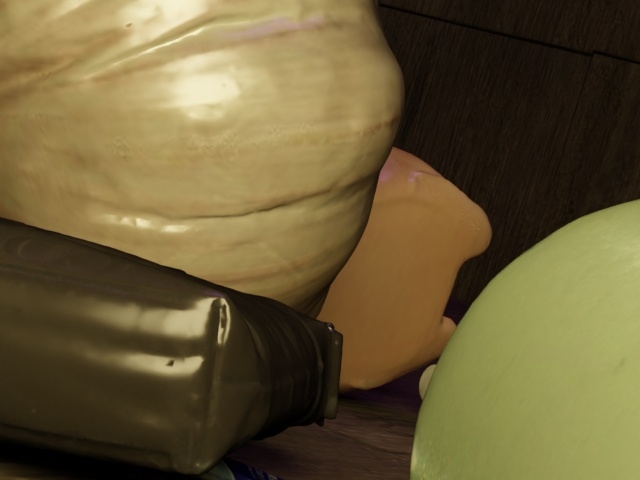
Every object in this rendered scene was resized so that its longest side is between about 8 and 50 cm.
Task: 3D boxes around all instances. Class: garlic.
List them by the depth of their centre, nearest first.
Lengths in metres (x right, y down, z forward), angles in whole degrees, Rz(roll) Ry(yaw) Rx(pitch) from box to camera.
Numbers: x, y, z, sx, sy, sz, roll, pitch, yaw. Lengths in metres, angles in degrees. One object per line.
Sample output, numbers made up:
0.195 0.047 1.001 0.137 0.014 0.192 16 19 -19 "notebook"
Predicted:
-0.098 -0.068 0.970 0.259 0.317 0.317 -6 14 -31 "garlic"

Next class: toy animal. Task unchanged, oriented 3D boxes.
-0.046 -0.018 1.255 0.256 0.195 0.213 26 20 34 "toy animal"

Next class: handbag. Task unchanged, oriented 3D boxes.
-0.121 0.030 0.769 0.247 0.080 0.223 11 2 9 "handbag"

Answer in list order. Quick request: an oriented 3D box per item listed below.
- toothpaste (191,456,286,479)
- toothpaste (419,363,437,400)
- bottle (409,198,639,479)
-0.041 0.099 0.799 0.083 0.015 0.024 21 9 -21 "toothpaste"
0.200 0.140 1.338 0.301 0.048 0.075 19 -3 -29 "toothpaste"
0.133 0.093 0.394 0.168 0.168 0.347 17 6 -13 "bottle"
